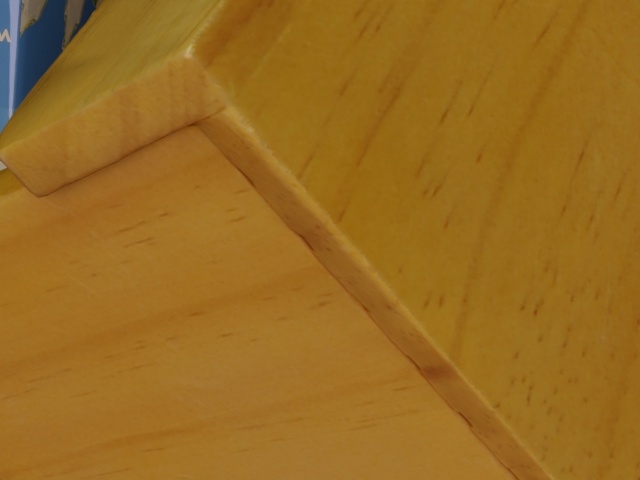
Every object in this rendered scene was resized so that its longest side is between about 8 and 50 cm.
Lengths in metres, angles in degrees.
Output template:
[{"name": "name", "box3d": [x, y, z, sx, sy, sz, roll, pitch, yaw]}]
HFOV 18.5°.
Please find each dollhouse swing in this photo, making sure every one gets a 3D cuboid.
[{"name": "dollhouse swing", "box3d": [0.000, 0.000, 0.951, 0.305, 0.315, 0.347, -8, 131, 51]}]

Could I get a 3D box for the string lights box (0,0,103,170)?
[{"name": "string lights box", "box3d": [-0.151, -0.144, 1.008, 0.076, 0.133, 0.260, 8, 100, 21]}]
